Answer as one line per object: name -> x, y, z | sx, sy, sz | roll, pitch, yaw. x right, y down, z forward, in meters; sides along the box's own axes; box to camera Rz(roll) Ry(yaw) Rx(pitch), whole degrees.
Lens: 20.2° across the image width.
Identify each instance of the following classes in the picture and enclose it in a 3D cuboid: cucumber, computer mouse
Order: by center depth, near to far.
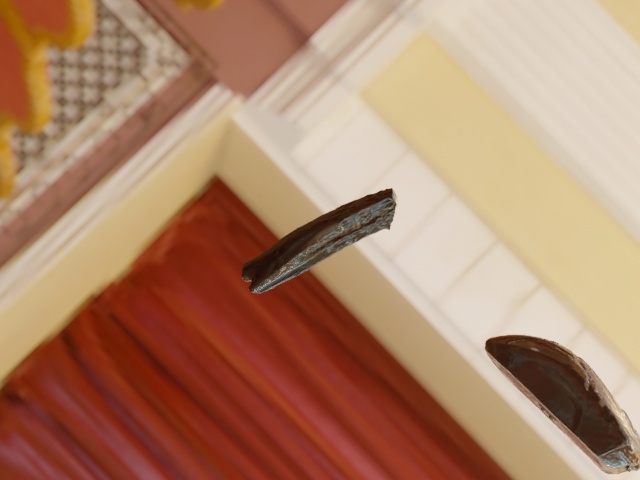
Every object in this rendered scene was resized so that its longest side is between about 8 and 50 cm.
cucumber -> -0.001, -0.001, 1.363 | 0.134, 0.034, 0.033 | -26, -137, 5
computer mouse -> 0.275, 0.169, 1.973 | 0.073, 0.217, 0.122 | -44, 162, -1
